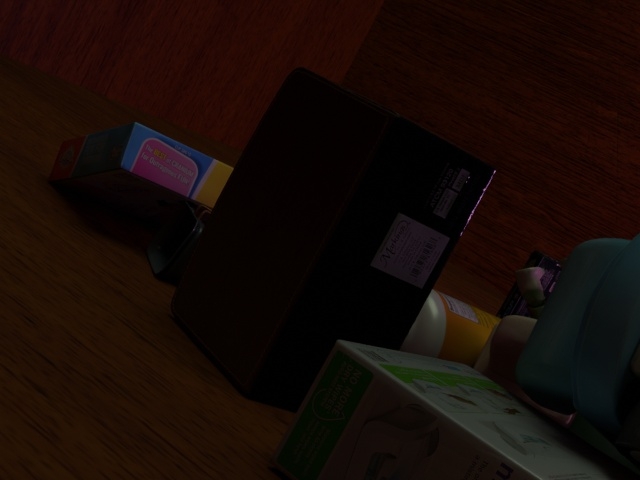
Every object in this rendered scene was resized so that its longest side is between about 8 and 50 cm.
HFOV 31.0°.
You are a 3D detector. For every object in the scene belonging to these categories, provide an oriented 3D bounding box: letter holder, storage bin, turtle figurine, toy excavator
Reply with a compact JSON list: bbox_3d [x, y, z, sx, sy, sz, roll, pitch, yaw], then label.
[{"bbox_3d":[0.000,0.000,1.194,0.152,0.301,0.214,23,8,-38],"label":"letter holder"},{"bbox_3d":[-0.149,0.015,1.443,0.091,0.098,0.135,37,3,-21],"label":"storage bin"},{"bbox_3d":[0.448,0.170,2.009,0.275,0.266,0.198,-6,-10,-22],"label":"turtle figurine"},{"bbox_3d":[0.290,0.116,1.161,0.445,0.222,0.433,20,-14,41],"label":"toy excavator"}]

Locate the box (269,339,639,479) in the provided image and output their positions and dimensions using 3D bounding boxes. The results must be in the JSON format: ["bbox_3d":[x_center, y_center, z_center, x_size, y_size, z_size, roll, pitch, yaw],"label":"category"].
[{"bbox_3d":[0.133,0.199,0.969,0.231,0.126,0.262,33,7,31],"label":"box"}]

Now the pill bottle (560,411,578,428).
[{"bbox_3d":[0.416,0.213,1.780,0.272,0.152,0.152,3,19,-30],"label":"pill bottle"}]

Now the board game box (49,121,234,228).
[{"bbox_3d":[-0.182,-0.060,1.598,0.317,0.064,0.242,24,-15,-32],"label":"board game box"}]

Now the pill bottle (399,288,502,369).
[{"bbox_3d":[0.138,0.134,1.462,0.246,0.136,0.136,24,8,-33],"label":"pill bottle"}]

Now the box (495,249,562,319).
[{"bbox_3d":[0.416,0.151,2.120,0.175,0.220,0.051,26,8,-18],"label":"box"}]

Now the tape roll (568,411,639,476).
[{"bbox_3d":[0.487,0.297,1.515,0.321,0.077,0.321,17,23,-8],"label":"tape roll"}]
